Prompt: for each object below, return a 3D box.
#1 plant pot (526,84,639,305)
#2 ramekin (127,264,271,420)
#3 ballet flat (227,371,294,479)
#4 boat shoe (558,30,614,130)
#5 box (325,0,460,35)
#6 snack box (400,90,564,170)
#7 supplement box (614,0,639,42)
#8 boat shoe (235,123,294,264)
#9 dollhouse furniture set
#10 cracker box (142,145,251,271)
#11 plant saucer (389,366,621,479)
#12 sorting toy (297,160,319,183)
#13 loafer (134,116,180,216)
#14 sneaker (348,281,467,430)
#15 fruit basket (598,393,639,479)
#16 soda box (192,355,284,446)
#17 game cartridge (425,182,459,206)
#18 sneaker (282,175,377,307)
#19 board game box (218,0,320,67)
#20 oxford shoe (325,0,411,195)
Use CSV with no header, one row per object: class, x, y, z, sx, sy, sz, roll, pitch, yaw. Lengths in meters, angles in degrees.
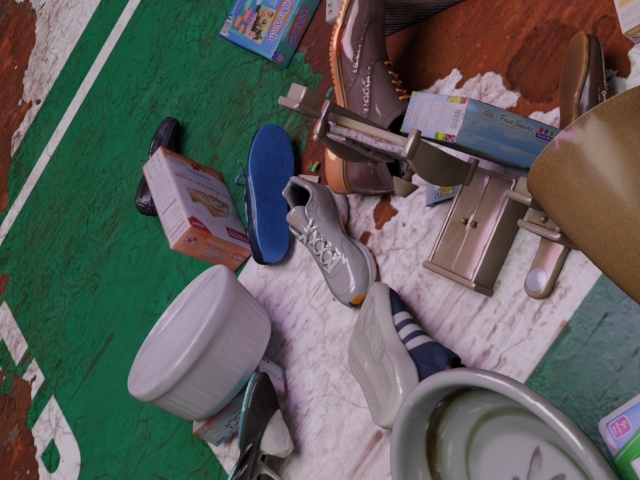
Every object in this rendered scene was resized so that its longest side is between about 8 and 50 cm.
plant pot,0.413,-0.023,1.329,0.237,0.237,0.254,-41,61,28
ramekin,-0.199,0.184,1.887,0.273,0.127,0.273,-44,20,21
ballet flat,-0.098,0.355,1.792,0.096,0.095,0.281,17,97,13
boat shoe,0.374,-0.188,1.543,0.073,0.073,0.207,149,131,-74
box,0.142,-0.435,1.869,0.275,0.113,0.094,-17,61,43
snack box,0.230,-0.151,1.547,0.207,0.174,0.070,-153,80,-71
supplement box,0.450,-0.336,1.549,0.062,0.036,0.098,-27,54,36
boat shoe,-0.110,-0.083,1.986,0.089,0.109,0.258,148,132,-61
dollhouse furniture set,0.135,-0.052,1.516,0.303,0.355,0.174,25,94,49
cracker box,-0.231,-0.060,2.067,0.067,0.155,0.232,-46,46,22
plant saucer,0.254,0.330,1.340,0.400,0.100,0.401,29,129,43
sorting toy,-0.027,-0.103,1.976,0.062,0.012,0.083,7,79,49
loafer,-0.319,-0.151,2.276,0.078,0.076,0.223,7,68,12
sneaker,0.137,0.179,1.608,0.350,0.148,0.131,-103,30,-64
fruit basket,0.499,0.221,1.156,0.353,0.165,0.327,-43,46,22
soda box,-0.141,0.275,1.886,0.183,0.058,0.063,-41,30,27
game cartridge,0.198,-0.087,1.725,0.083,0.017,0.056,-17,57,42
sneaker,0.000,0.000,1.818,0.099,0.121,0.262,-46,45,24
board game box,-0.101,-0.444,2.181,0.210,0.047,0.160,34,99,49
oxford shoe,0.094,-0.253,1.804,0.132,0.130,0.364,7,101,26
